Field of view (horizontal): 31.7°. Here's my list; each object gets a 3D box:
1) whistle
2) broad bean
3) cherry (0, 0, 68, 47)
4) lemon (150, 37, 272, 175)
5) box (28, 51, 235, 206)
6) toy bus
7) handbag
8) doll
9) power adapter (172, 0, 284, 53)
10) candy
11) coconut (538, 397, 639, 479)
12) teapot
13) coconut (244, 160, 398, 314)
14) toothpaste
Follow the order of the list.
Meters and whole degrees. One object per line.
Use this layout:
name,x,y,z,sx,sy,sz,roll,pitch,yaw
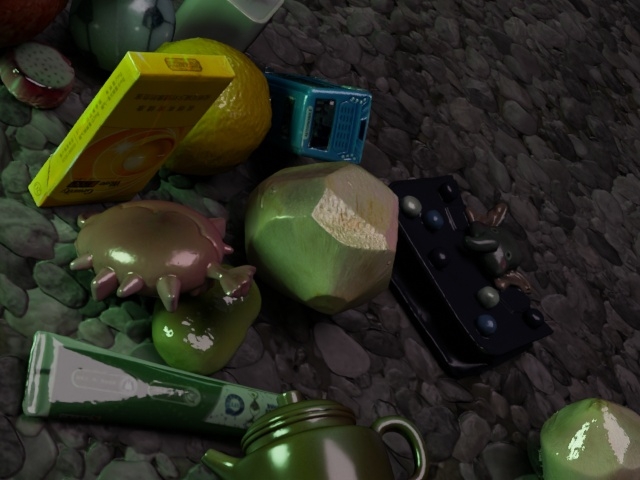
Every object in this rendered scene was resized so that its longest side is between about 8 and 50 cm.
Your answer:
whistle,-0.281,-0.316,1.581,0.163,0.163,0.289,43,-1,-3
broad bean,-0.144,0.092,1.429,0.124,0.082,0.174,39,38,4
cherry,-0.448,-0.341,1.451,0.239,0.239,0.206,45,74,-1
lemon,-0.171,-0.185,1.568,0.231,0.192,0.192,-1,57,-45
box,-0.236,-0.132,1.395,0.152,0.269,0.043,-6,61,-45
toy bus,-0.025,-0.188,1.685,0.134,0.114,0.246,4,12,-27
handbag,0.230,0.041,1.807,0.269,0.118,0.326,-15,69,-50
doll,-0.197,0.012,1.391,0.262,0.093,0.211,18,35,18
power adapter,-0.132,-0.379,1.773,0.125,0.205,0.130,40,39,-8
candy,-0.383,-0.226,1.529,0.103,0.043,0.103,25,42,-24
coconut,0.401,0.309,1.655,0.171,0.170,0.183,-43,130,-53
teapot,-0.003,0.256,1.312,0.267,0.185,0.175,-7,64,-19
coconut,0.000,0.000,1.556,0.237,0.197,0.237,27,45,-30
toothpaste,-0.163,0.192,1.341,0.392,0.061,0.099,16,64,-30
